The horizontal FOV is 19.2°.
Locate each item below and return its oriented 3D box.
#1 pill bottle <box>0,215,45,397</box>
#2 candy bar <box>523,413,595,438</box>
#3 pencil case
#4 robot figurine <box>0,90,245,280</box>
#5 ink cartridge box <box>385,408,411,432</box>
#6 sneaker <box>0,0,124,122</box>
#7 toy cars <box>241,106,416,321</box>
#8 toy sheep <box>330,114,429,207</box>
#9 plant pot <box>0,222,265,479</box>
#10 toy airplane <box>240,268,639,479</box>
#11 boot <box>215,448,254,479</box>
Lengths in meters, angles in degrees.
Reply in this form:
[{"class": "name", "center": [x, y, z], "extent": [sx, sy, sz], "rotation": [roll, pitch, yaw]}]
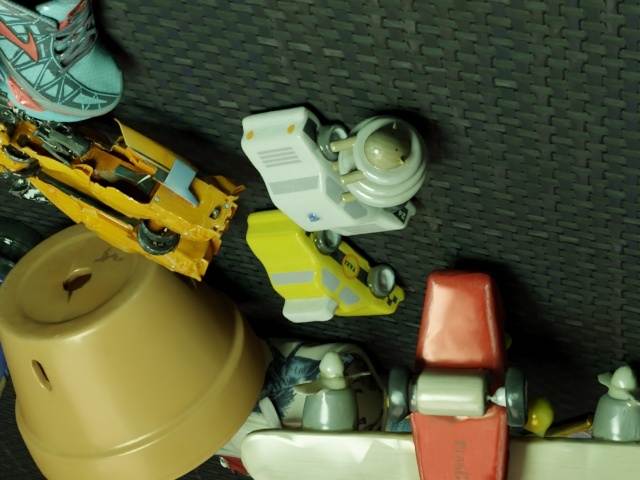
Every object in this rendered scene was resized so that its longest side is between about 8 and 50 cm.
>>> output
[{"class": "pill bottle", "center": [-0.399, 0.087, 2.203], "extent": [0.122, 0.219, 0.123], "rotation": [16, 156, 7]}, {"class": "candy bar", "center": [0.292, 0.233, 2.263], "extent": [0.040, 0.018, 0.161], "rotation": [25, 155, -21]}, {"class": "pencil case", "center": [-0.134, 0.185, 2.279], "extent": [0.410, 0.160, 0.183], "rotation": [6, -174, 27]}, {"class": "robot figurine", "center": [-0.225, -0.071, 1.887], "extent": [0.291, 0.085, 0.211], "rotation": [30, 156, -1]}, {"class": "ink cartridge box", "center": [0.030, 0.247, 2.390], "extent": [0.143, 0.090, 0.092], "rotation": [24, 155, -10]}, {"class": "sneaker", "center": [-0.246, -0.192, 1.660], "extent": [0.125, 0.104, 0.262], "rotation": [-4, 147, 36]}, {"class": "toy cars", "center": [0.000, 0.000, 1.902], "extent": [0.176, 0.087, 0.394], "rotation": [15, 155, 7]}, {"class": "toy sheep", "center": [0.056, -0.070, 1.722], "extent": [0.091, 0.091, 0.132], "rotation": [17, 170, 4]}, {"class": "plant pot", "center": [-0.232, 0.112, 2.106], "extent": [0.290, 0.291, 0.203], "rotation": [2, 134, 33]}, {"class": "toy airplane", "center": [0.165, 0.229, 2.040], "extent": [0.386, 0.272, 0.384], "rotation": [38, 120, -14]}, {"class": "boot", "center": [-0.147, 0.268, 2.570], "extent": [0.244, 0.088, 0.176], "rotation": [20, 157, -11]}]
